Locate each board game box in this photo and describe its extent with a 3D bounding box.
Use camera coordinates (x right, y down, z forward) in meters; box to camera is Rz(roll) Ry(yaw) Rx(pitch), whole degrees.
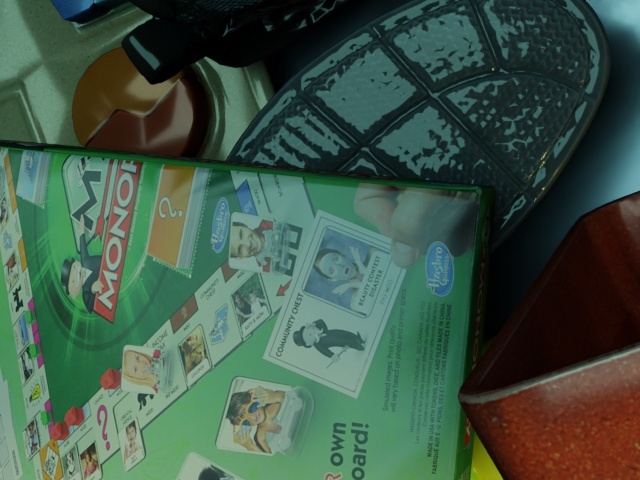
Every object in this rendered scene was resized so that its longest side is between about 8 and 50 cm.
[{"bbox_3d":[-0.053,0.126,0.625,0.214,0.046,0.317,7,95,14],"label":"board game box"}]

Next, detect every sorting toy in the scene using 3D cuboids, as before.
[{"bbox_3d":[-0.177,-0.063,0.767,0.307,0.041,0.229,-21,90,18],"label":"sorting toy"}]

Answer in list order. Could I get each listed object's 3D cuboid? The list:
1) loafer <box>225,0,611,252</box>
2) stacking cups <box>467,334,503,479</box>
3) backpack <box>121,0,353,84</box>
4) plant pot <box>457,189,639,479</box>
[{"bbox_3d":[0.000,0.000,0.696,0.109,0.095,0.302,45,102,2],"label":"loafer"},{"bbox_3d":[-0.007,0.127,0.692,0.316,0.096,0.096,-29,79,19],"label":"stacking cups"},{"bbox_3d":[0.021,-0.230,0.624,0.264,0.213,0.276,-11,82,-1],"label":"backpack"},{"bbox_3d":[0.233,0.078,0.523,0.267,0.267,0.235,-20,96,20],"label":"plant pot"}]
